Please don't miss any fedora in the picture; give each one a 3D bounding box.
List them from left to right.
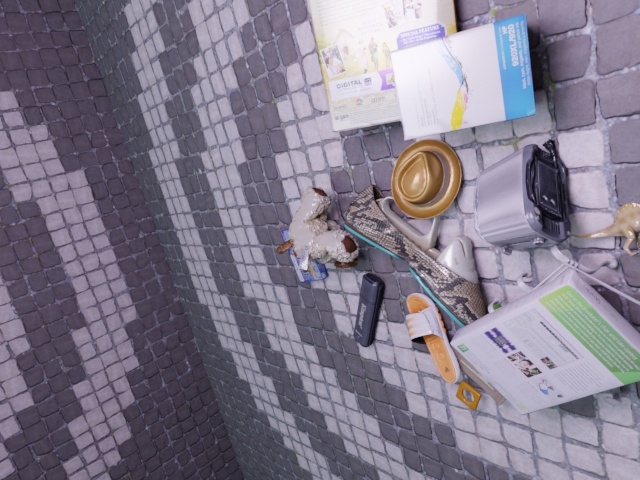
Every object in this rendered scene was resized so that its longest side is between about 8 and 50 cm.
[{"bbox_3d":[0.237,-0.148,1.103,0.194,0.079,0.194,1,91,35],"label":"fedora"}]

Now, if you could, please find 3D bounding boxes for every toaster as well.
[{"bbox_3d":[0.396,-0.085,0.928,0.146,0.129,0.227,-27,50,54],"label":"toaster"}]

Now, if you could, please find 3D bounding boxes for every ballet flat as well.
[{"bbox_3d":[0.259,0.015,1.171,0.483,0.164,0.182,43,110,28],"label":"ballet flat"}]

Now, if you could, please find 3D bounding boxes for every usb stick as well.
[{"bbox_3d":[0.150,0.225,1.479,0.077,0.045,0.278,31,132,34],"label":"usb stick"}]

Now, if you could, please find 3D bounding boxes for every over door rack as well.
[{"bbox_3d":[0.551,0.162,0.952,0.324,0.108,0.240,37,137,11],"label":"over door rack"}]

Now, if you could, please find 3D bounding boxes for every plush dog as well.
[{"bbox_3d":[0.000,0.000,1.399,0.210,0.225,0.262,-36,66,14],"label":"plush dog"}]

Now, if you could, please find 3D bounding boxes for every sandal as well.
[{"bbox_3d":[0.296,0.268,1.275,0.102,0.076,0.265,-52,55,51],"label":"sandal"}]

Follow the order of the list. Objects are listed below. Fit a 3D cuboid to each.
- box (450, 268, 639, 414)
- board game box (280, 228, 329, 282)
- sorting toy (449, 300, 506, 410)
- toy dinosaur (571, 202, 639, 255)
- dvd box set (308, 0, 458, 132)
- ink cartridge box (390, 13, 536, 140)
[{"bbox_3d":[0.461,0.222,0.950,0.232,0.058,0.322,45,138,1],"label":"box"},{"bbox_3d":[-0.058,0.046,1.628,0.136,0.035,0.201,-13,100,51],"label":"board game box"},{"bbox_3d":[0.433,0.297,1.196,0.196,0.047,0.348,46,136,32],"label":"sorting toy"},{"bbox_3d":[0.578,-0.021,0.863,0.183,0.053,0.093,-38,65,44],"label":"toy dinosaur"},{"bbox_3d":[0.135,-0.470,1.003,0.307,0.062,0.421,-6,108,22],"label":"dvd box set"},{"bbox_3d":[0.271,-0.303,0.884,0.232,0.171,0.168,-7,106,23],"label":"ink cartridge box"}]
